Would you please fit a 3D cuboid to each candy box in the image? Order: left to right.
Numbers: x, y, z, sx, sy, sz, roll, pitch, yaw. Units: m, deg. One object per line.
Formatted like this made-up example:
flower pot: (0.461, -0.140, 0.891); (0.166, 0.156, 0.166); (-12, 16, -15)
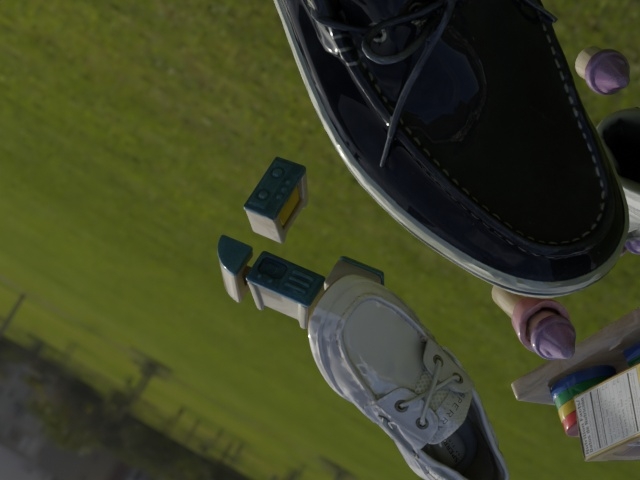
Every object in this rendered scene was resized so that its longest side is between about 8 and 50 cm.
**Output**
candy box: (0.266, 0.103, 1.080); (0.109, 0.053, 0.186); (2, 160, -23)

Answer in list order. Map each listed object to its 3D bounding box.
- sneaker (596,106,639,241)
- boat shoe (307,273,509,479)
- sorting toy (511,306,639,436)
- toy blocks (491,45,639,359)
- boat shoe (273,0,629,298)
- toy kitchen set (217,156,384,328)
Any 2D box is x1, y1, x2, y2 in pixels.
sneaker: (0.287, -0.071, 1.444); (0.146, 0.122, 0.330); (42, 172, -22)
boat shoe: (0.090, 0.131, 1.370); (0.096, 0.098, 0.277); (27, 163, 47)
sorting toy: (0.427, 0.180, 2.070); (0.257, 0.089, 0.255); (12, 142, -46)
toy blocks: (0.305, -0.042, 1.809); (0.309, 0.288, 0.260); (63, 176, -25)
boat shoe: (0.067, -0.180, 1.155); (0.500, 0.187, 0.156); (60, 161, 0)
toy kitchen set: (0.000, 0.000, 1.796); (0.207, 0.166, 0.122); (22, 150, 18)
